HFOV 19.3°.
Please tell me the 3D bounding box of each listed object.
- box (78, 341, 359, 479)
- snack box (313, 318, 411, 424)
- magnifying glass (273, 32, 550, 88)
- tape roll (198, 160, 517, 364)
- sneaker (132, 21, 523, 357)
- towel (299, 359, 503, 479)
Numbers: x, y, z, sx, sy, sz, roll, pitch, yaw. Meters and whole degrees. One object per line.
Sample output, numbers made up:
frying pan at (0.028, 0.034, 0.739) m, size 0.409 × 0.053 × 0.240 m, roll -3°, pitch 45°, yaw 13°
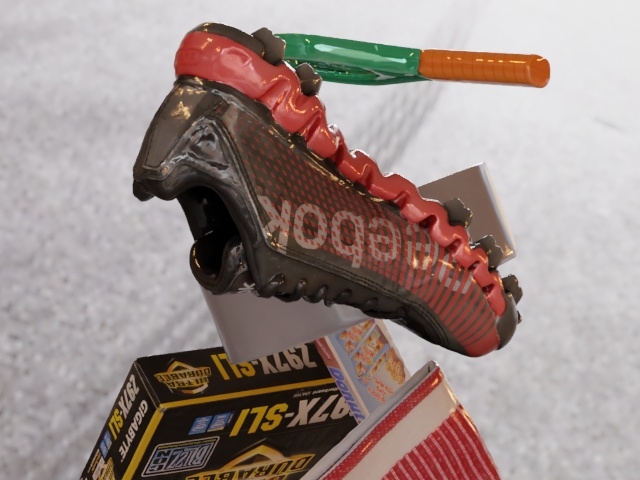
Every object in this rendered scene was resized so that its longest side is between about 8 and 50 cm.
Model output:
box at (-0.091, 0.218, 2.056) m, size 0.322 × 0.257 × 0.079 m, roll -5°, pitch 47°, yaw -35°
snack box at (0.045, 0.117, 1.643) m, size 0.022 × 0.064 × 0.178 m, roll 13°, pitch -37°, yaw 41°
magnifying glass at (0.056, -0.123, 1.323) m, size 0.231 × 0.026 × 0.092 m, roll 5°, pitch -6°, yaw 38°
tape roll at (0.026, 0.015, 1.319) m, size 0.219 × 0.072 × 0.219 m, roll -20°, pitch 1°, yaw 0°
sneaker at (0.000, 0.000, 1.112) m, size 0.276 × 0.135 × 0.097 m, roll 40°, pitch -17°, yaw -22°
towel at (0.078, 0.285, 1.361) m, size 0.237 × 0.329 × 0.037 m, roll -41°, pitch 27°, yaw -29°
